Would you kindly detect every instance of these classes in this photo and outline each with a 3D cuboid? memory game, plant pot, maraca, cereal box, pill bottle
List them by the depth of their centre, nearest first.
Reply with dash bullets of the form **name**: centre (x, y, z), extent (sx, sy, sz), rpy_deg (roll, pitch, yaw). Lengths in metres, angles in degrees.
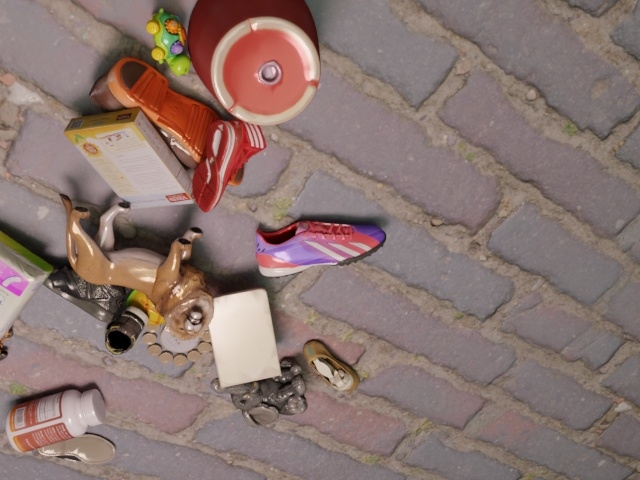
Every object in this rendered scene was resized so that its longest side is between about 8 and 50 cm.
- **plant pot**: centre (-0.115, -0.349, 1.211), extent (0.275, 0.243, 0.274), rpy_deg (-6, 120, -10)
- **cereal box**: centre (-0.381, -0.159, 1.303), extent (0.173, 0.047, 0.240), rpy_deg (-3, 143, 22)
- **maraca**: centre (-0.370, 0.136, 1.520), extent (0.186, 0.099, 0.127), rpy_deg (-24, 129, -6)
- **pill bottle**: centre (-0.670, 0.452, 1.623), extent (0.216, 0.121, 0.121), rpy_deg (-15, 121, -3)
- **memory game**: centre (-0.362, 0.247, 1.635), extent (0.186, 0.012, 0.186), rpy_deg (-5, 120, -9)

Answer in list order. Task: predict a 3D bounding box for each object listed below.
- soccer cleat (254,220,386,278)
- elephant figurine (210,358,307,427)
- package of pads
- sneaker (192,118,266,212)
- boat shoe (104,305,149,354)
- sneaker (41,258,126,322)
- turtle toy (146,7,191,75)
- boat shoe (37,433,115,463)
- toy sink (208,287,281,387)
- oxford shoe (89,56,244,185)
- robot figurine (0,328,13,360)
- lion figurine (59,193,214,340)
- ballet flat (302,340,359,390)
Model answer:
- **soccer cleat**: centre (0.000, 0.000, 1.521), extent (0.319, 0.108, 0.116), rpy_deg (-13, 117, -2)
- **elephant figurine**: centre (-0.163, 0.407, 1.693), extent (0.240, 0.169, 0.185), rpy_deg (-10, 101, -10)
- **package of pads**: centre (-0.764, 0.068, 1.354), extent (0.297, 0.101, 0.229), rpy_deg (37, 106, -10)
- **sneaker**: centre (-0.173, -0.150, 1.285), extent (0.128, 0.087, 0.221), rpy_deg (-17, 150, -39)
- **boat shoe**: centre (-0.476, 0.228, 1.511), extent (0.081, 0.068, 0.228), rpy_deg (37, 140, -7)
- **sneaker**: centre (-0.547, 0.079, 1.462), extent (0.228, 0.087, 0.130), rpy_deg (33, 86, -9)
- **turtle toy**: centre (-0.291, -0.384, 1.236), extent (0.066, 0.095, 0.130), rpy_deg (-7, 121, -2)
- **boat shoe**: centre (-0.667, 0.564, 1.737), extent (0.206, 0.075, 0.065), rpy_deg (17, 158, -26)
- **toy sink**: centre (-0.195, 0.218, 1.573), extent (0.153, 0.131, 0.234), rpy_deg (-11, 107, -7)
- **oxford shoe**: centre (-0.309, -0.229, 1.333), extent (0.133, 0.129, 0.364), rpy_deg (-18, 135, 36)
- **robot figurine**: centre (-0.870, 0.223, 1.468), extent (0.291, 0.085, 0.210), rpy_deg (2, 120, -13)
- **lion figurine**: centre (-0.404, 0.062, 1.392), extent (0.393, 0.142, 0.240), rpy_deg (22, 113, -5)
- **ballet flat**: centre (0.031, 0.367, 1.754), extent (0.080, 0.073, 0.232), rpy_deg (-39, 120, 11)
